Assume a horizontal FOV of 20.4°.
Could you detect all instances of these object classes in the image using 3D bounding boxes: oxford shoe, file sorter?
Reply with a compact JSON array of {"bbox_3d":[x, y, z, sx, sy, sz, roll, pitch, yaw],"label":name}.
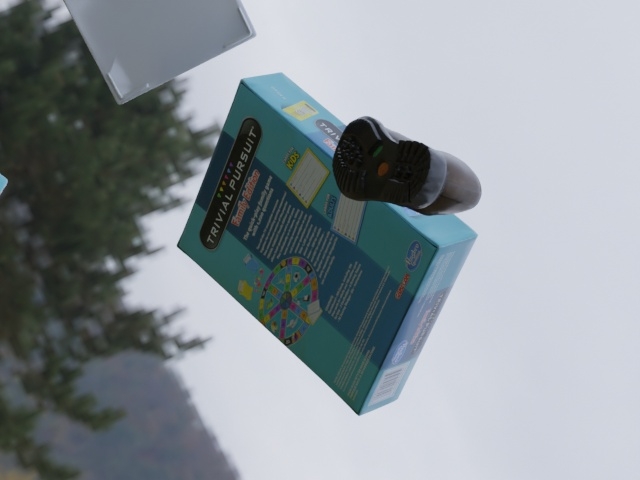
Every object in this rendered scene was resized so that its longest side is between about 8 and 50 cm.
[{"bbox_3d":[0.082,-0.064,1.754,0.227,0.096,0.082,34,-77,60],"label":"oxford shoe"},{"bbox_3d":[-0.235,-0.353,2.196,0.277,0.193,0.173,64,-1,-28],"label":"file sorter"}]

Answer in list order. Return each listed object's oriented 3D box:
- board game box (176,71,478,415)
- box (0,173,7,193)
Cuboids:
[{"bbox_3d":[0.000,0.000,2.094,0.336,0.079,0.253,42,-54,27],"label":"board game box"},{"bbox_3d":[-0.347,-0.016,1.376,0.060,0.100,0.244,42,-28,-29],"label":"box"}]
